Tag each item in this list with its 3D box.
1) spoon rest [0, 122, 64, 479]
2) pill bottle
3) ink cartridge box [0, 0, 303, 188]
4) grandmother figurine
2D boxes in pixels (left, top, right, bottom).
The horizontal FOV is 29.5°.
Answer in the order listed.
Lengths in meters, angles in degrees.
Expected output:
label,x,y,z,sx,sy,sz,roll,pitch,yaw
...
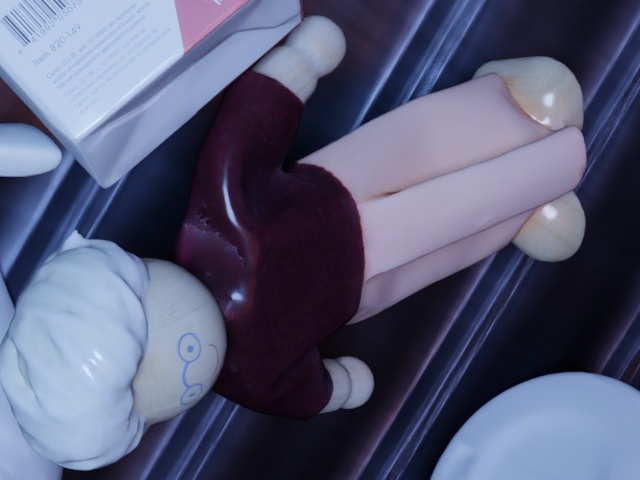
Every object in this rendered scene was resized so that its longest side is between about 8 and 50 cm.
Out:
label,x,y,z,sx,sy,sz,roll,pitch,yaw
spoon rest,-0.178,0.060,0.582,0.137,0.084,0.276,3,121,-27
pill bottle,0.201,0.229,0.785,0.161,0.161,0.283,-43,123,-7
ink cartridge box,-0.114,-0.135,0.501,0.115,0.067,0.198,-41,79,-8
grandmother figurine,0.000,0.000,0.575,0.342,0.104,0.207,-27,113,-39
